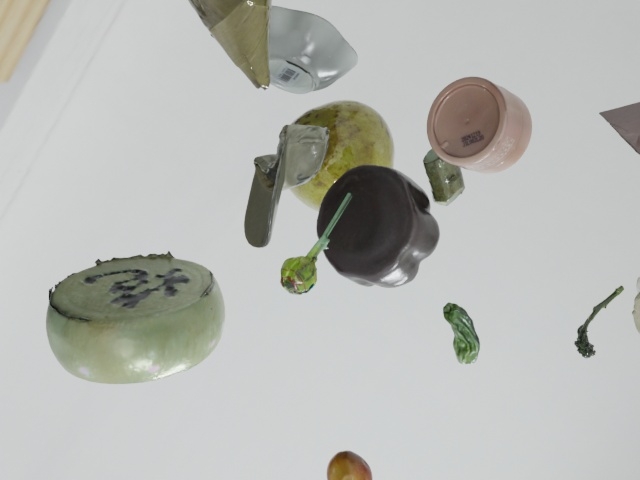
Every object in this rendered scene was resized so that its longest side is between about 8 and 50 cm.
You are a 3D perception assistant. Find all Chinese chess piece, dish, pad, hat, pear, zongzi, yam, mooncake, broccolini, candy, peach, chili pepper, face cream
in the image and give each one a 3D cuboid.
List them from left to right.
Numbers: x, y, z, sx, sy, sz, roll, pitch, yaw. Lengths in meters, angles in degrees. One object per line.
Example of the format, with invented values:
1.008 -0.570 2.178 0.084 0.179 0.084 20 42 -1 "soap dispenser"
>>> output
-0.368 0.147 1.402 0.349 0.349 0.147 -56 147 -65 "Chinese chess piece"
-0.055 -0.212 0.518 0.078 0.176 0.160 -36 -168 -28 "zongzi"
-0.057 -0.106 1.340 0.214 0.149 0.245 157 -67 -67 "hat"
-0.042 -0.275 1.070 0.191 0.190 0.066 126 -17 -73 "dish"
0.000 0.000 1.065 0.062 0.058 0.194 -11 -138 58 "candy"
0.037 -0.201 1.736 0.304 0.303 0.304 -55 180 0 "pear"
0.061 0.483 1.431 0.101 0.100 0.101 -55 180 0 "peach"
0.113 -0.026 1.376 0.133 0.245 0.245 24 104 -48 "mooncake"
0.241 -0.123 1.342 0.070 0.069 0.147 -56 138 -34 "yam"
0.178 0.119 0.868 0.030 0.091 0.034 -28 -155 -17 "chili pepper"
0.268 -0.193 1.177 0.104 0.149 0.149 6 125 -50 "face cream"
0.589 0.167 1.483 0.194 0.052 0.054 -57 150 -19 "broccolini"
0.496 -0.149 0.991 0.188 0.113 0.006 -109 -176 -47 "pad"

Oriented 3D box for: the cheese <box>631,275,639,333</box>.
0.917 0.182 1.645 0.153 0.332 0.293 -40 129 -48 "cheese"
